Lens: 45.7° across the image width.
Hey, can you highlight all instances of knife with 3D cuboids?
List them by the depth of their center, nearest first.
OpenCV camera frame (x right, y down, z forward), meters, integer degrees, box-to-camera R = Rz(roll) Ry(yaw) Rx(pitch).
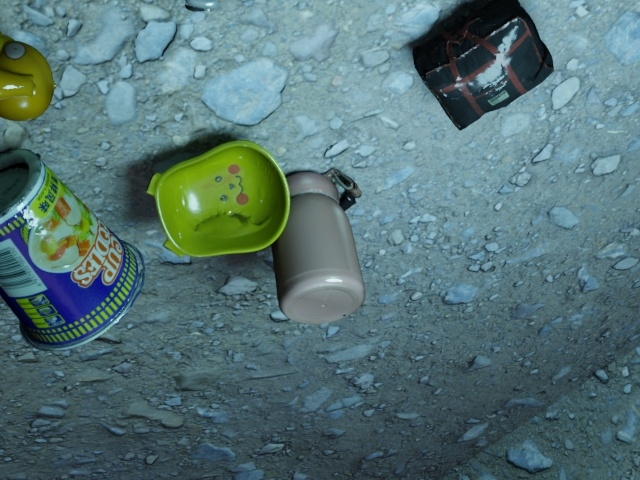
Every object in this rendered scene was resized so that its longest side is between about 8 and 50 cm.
[{"bbox_3d":[-0.012,-0.041,1.701,0.060,0.028,0.230,29,129,-27],"label":"knife"}]

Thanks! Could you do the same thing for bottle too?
[{"bbox_3d":[0.000,0.000,1.532,0.206,0.297,0.173,-22,143,16],"label":"bottle"}]

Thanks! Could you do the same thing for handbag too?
[{"bbox_3d":[0.285,-0.317,1.343,0.215,0.155,0.169,-31,133,23],"label":"handbag"}]

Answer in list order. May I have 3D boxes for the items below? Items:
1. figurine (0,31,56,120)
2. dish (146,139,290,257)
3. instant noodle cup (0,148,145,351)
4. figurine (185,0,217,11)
[{"bbox_3d":[-0.528,-0.246,1.127,0.228,0.215,0.215,-27,142,-3],"label":"figurine"},{"bbox_3d":[-0.193,-0.086,1.479,0.262,0.108,0.221,-14,111,-1],"label":"dish"},{"bbox_3d":[-0.523,0.008,1.412,0.284,0.284,0.312,-20,135,6],"label":"instant noodle cup"},{"bbox_3d":[-0.205,-0.444,1.021,0.192,0.140,0.265,0,112,-1],"label":"figurine"}]
